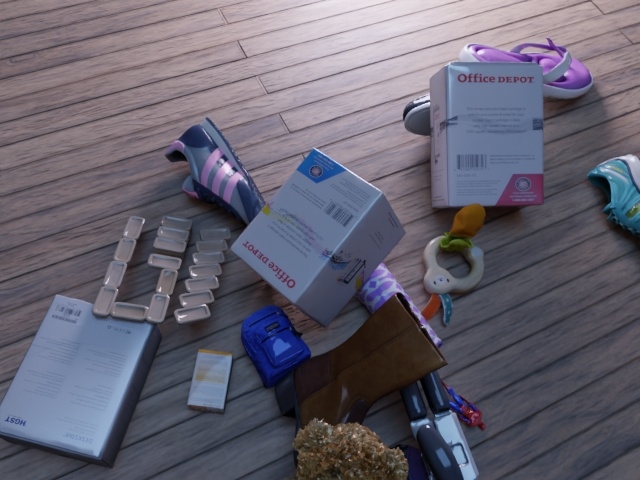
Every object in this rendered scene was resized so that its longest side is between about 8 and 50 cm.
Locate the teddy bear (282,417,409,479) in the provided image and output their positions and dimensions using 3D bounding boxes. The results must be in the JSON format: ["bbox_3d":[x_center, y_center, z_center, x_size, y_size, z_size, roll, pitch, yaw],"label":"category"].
[{"bbox_3d":[-0.004,0.416,0.799,0.245,0.338,0.113,45,22,22],"label":"teddy bear"}]

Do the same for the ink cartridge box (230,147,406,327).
[{"bbox_3d":[0.000,0.000,1.034,0.171,0.168,0.233,38,85,31],"label":"ink cartridge box"}]

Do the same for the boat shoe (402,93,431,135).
[{"bbox_3d":[0.307,-0.317,1.346,0.302,0.114,0.091,-12,63,-26],"label":"boat shoe"}]

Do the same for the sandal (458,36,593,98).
[{"bbox_3d":[0.510,-0.414,1.364,0.415,0.102,0.169,-8,53,-31],"label":"sandal"}]

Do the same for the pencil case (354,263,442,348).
[{"bbox_3d":[0.133,0.136,1.079,0.088,0.086,0.206,-41,66,11],"label":"pencil case"}]

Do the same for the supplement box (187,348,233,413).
[{"bbox_3d":[-0.188,0.242,1.007,0.062,0.036,0.099,8,60,-2],"label":"supplement box"}]

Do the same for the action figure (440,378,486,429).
[{"bbox_3d":[0.245,0.292,1.034,0.115,0.030,0.038,40,69,10],"label":"action figure"}]

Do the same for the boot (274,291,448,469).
[{"bbox_3d":[0.083,0.259,0.913,0.280,0.096,0.264,-37,47,16],"label":"boot"}]

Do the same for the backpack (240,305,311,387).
[{"bbox_3d":[-0.080,0.173,1.024,0.097,0.101,0.120,-23,61,-25],"label":"backpack"}]

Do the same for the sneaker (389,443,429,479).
[{"bbox_3d":[0.107,0.453,0.896,0.124,0.107,0.283,20,52,15],"label":"sneaker"}]

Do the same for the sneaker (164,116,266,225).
[{"bbox_3d":[-0.197,-0.097,1.175,0.131,0.112,0.319,-33,65,-4],"label":"sneaker"}]

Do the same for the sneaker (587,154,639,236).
[{"bbox_3d":[0.669,-0.056,1.257,0.109,0.107,0.276,-18,57,6],"label":"sneaker"}]

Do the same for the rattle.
[{"bbox_3d":[0.258,0.051,1.113,0.130,0.143,0.200,42,56,-4],"label":"rattle"}]

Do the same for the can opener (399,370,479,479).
[{"bbox_3d":[0.168,0.249,0.922,0.075,0.095,0.284,-16,64,-3],"label":"can opener"}]

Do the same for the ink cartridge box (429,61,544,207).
[{"bbox_3d":[0.339,-0.210,1.206,0.207,0.117,0.283,-1,92,-7],"label":"ink cartridge box"}]

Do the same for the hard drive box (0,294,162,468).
[{"bbox_3d":[-0.390,0.228,0.962,0.180,0.089,0.232,14,59,2],"label":"hard drive box"}]

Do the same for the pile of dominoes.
[{"bbox_3d":[-0.277,0.058,1.065,0.195,0.040,0.251,10,46,-6],"label":"pile of dominoes"}]
